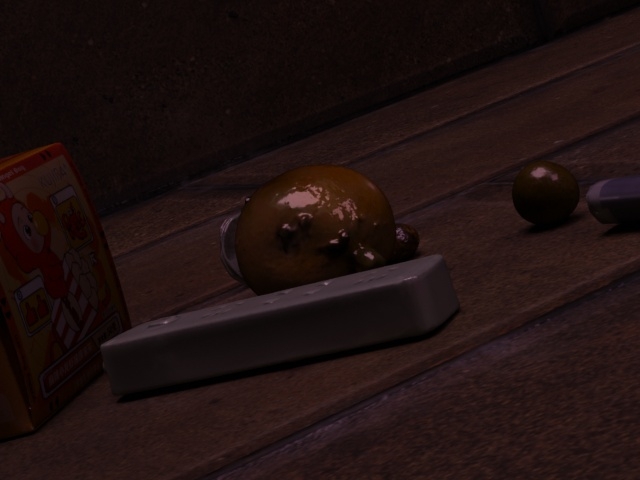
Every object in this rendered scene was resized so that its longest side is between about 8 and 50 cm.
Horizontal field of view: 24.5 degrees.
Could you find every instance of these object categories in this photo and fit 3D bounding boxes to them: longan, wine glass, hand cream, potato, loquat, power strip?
[{"bbox_3d":[0.245,-0.048,1.582,0.083,0.075,0.075,25,-19,-34],"label":"longan"},{"bbox_3d":[-0.034,-0.007,1.767,0.122,0.122,0.183,-27,7,-38],"label":"wine glass"},{"bbox_3d":[0.365,-0.047,1.376,0.255,0.048,0.079,-8,14,47],"label":"hand cream"},{"bbox_3d":[0.082,0.001,1.680,0.051,0.040,0.083,-17,10,-20],"label":"potato"},{"bbox_3d":[0.000,0.000,1.540,0.172,0.149,0.204,-22,24,-25],"label":"loquat"},{"bbox_3d":[-0.055,0.086,1.418,0.385,0.062,0.091,-13,8,27],"label":"power strip"}]

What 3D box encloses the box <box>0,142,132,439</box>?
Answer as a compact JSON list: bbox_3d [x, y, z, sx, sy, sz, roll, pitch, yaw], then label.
[{"bbox_3d":[-0.370,0.060,1.586,0.213,0.260,0.283,-17,10,19],"label":"box"}]
